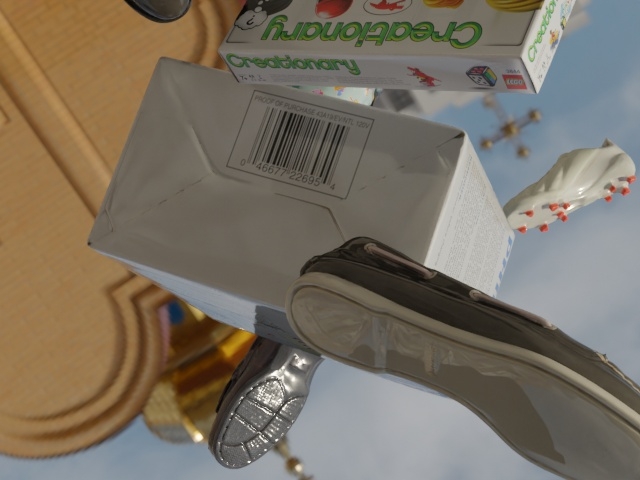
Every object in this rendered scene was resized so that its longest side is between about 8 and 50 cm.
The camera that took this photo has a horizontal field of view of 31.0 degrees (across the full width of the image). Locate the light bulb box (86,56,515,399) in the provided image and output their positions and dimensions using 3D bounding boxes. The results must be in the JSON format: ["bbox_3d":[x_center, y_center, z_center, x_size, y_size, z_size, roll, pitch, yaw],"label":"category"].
[{"bbox_3d":[0.000,0.000,1.289,0.358,0.361,0.225,17,-100,20],"label":"light bulb box"}]

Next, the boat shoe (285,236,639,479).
[{"bbox_3d":[0.133,0.083,0.891,0.335,0.112,0.095,24,-135,22],"label":"boat shoe"}]

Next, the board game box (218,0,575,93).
[{"bbox_3d":[0.076,-0.222,1.034,0.305,0.053,0.193,7,-121,33],"label":"board game box"}]

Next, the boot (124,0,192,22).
[{"bbox_3d":[-0.157,-0.285,1.110,0.091,0.263,0.229,-30,-137,-10],"label":"boot"}]

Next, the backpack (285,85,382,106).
[{"bbox_3d":[0.000,-0.232,1.768,0.144,0.166,0.188,-59,177,9],"label":"backpack"}]

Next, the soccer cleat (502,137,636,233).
[{"bbox_3d":[0.298,-0.068,1.425,0.196,0.076,0.068,-20,152,-19],"label":"soccer cleat"}]

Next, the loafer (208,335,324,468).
[{"bbox_3d":[-0.071,0.195,1.695,0.302,0.109,0.095,-56,-148,-13],"label":"loafer"}]
